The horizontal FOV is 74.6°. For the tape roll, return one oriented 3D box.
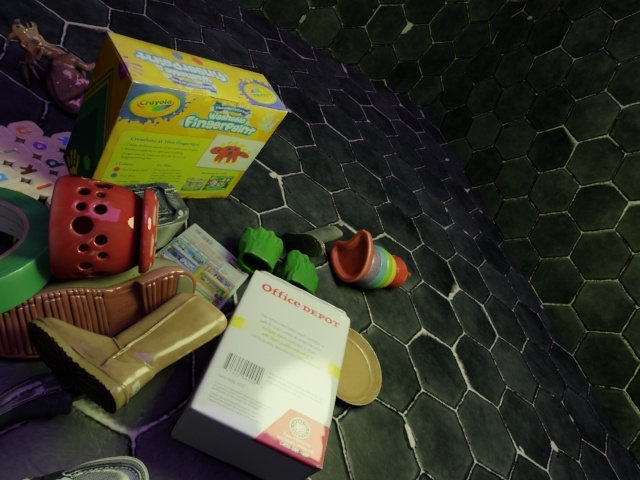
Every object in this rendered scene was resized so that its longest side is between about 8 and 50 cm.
[{"bbox_3d":[-0.640,0.013,0.723,0.321,0.077,0.321,12,34,-8],"label":"tape roll"}]

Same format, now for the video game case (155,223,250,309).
[{"bbox_3d":[-0.311,0.072,1.115,0.212,0.023,0.193,41,36,-5],"label":"video game case"}]

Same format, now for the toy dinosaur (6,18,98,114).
[{"bbox_3d":[-0.711,-0.438,1.162,0.200,0.127,0.296,-25,85,-44],"label":"toy dinosaur"}]

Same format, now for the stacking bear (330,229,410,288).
[{"bbox_3d":[0.197,0.093,1.472,0.289,0.175,0.164,19,56,-42],"label":"stacking bear"}]

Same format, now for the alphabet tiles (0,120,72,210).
[{"bbox_3d":[-0.670,-0.178,1.020,0.284,0.021,0.278,44,34,0],"label":"alphabet tiles"}]

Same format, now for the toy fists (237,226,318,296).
[{"bbox_3d":[-0.121,0.068,1.233,0.279,0.096,0.142,35,36,-19],"label":"toy fists"}]

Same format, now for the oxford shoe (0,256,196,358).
[{"bbox_3d":[-0.469,0.122,0.862,0.396,0.141,0.146,-10,30,-42],"label":"oxford shoe"}]

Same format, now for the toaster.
[{"bbox_3d":[-0.441,-0.046,1.003,0.227,0.146,0.129,-19,67,-51],"label":"toaster"}]

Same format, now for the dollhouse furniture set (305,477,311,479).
[{"bbox_3d":[-0.003,0.553,0.886,0.114,0.081,0.091,46,36,3],"label":"dollhouse furniture set"}]

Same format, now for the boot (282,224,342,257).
[{"bbox_3d":[0.001,-0.002,1.392,0.189,0.076,0.208,22,16,40],"label":"boot"}]

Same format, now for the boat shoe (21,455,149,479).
[{"bbox_3d":[-0.399,0.398,0.599,0.340,0.158,0.127,-6,59,-46],"label":"boat shoe"}]

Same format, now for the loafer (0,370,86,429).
[{"bbox_3d":[-0.462,0.269,0.732,0.078,0.076,0.223,45,32,16],"label":"loafer"}]

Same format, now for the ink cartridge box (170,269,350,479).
[{"bbox_3d":[-0.109,0.294,0.953,0.279,0.160,0.385,29,39,-7],"label":"ink cartridge box"}]

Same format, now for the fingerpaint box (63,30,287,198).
[{"bbox_3d":[-0.369,-0.285,1.100,0.444,0.371,0.163,-10,61,-50],"label":"fingerpaint box"}]

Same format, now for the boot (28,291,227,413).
[{"bbox_3d":[-0.352,0.171,0.799,0.236,0.089,0.269,35,32,11],"label":"boot"}]

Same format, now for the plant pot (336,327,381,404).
[{"bbox_3d":[0.073,0.354,1.196,0.236,0.032,0.236,26,40,-24],"label":"plant pot"}]

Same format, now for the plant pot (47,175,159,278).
[{"bbox_3d":[-0.407,-0.019,0.806,0.174,0.191,0.191,6,50,-23],"label":"plant pot"}]
